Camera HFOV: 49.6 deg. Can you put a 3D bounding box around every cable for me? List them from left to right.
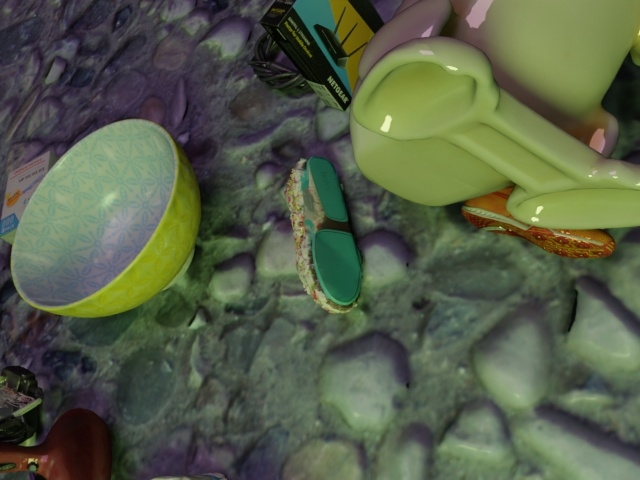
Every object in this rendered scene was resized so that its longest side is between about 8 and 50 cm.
[{"bbox_3d":[-0.029,-0.292,1.069,0.184,0.047,0.150,-14,62,22],"label":"cable"}]

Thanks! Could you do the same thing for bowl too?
[{"bbox_3d":[-0.269,-0.009,0.971,0.289,0.156,0.289,-15,57,24],"label":"bowl"}]

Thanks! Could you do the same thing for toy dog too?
[{"bbox_3d":[0.208,-0.235,0.699,0.408,0.284,0.395,-68,12,-13],"label":"toy dog"}]

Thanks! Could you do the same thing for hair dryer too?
[{"bbox_3d":[-0.364,0.272,0.841,0.293,0.223,0.080,20,117,23],"label":"hair dryer"}]

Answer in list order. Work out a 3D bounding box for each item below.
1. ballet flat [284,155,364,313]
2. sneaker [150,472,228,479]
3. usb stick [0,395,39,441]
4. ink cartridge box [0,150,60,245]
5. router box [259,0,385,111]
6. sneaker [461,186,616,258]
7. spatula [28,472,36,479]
[{"bbox_3d":[0.000,0.000,0.862,0.077,0.091,0.241,-48,36,41],"label":"ballet flat"},{"bbox_3d":[-0.201,0.305,0.794,0.191,0.083,0.071,-27,54,17],"label":"sneaker"},{"bbox_3d":[-0.529,0.310,1.018,0.278,0.045,0.077,-30,51,14],"label":"usb stick"},{"bbox_3d":[-0.498,-0.084,1.221,0.104,0.061,0.181,-23,53,19],"label":"ink cartridge box"},{"bbox_3d":[0.014,-0.284,0.941,0.046,0.179,0.133,28,80,42],"label":"router box"},{"bbox_3d":[0.230,-0.030,0.732,0.175,0.064,0.067,27,83,39],"label":"sneaker"},{"bbox_3d":[-0.302,0.365,0.842,0.296,0.084,0.030,32,38,34],"label":"spatula"}]
